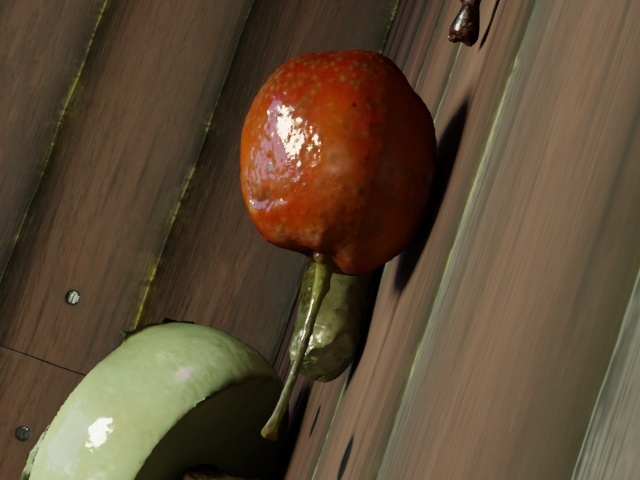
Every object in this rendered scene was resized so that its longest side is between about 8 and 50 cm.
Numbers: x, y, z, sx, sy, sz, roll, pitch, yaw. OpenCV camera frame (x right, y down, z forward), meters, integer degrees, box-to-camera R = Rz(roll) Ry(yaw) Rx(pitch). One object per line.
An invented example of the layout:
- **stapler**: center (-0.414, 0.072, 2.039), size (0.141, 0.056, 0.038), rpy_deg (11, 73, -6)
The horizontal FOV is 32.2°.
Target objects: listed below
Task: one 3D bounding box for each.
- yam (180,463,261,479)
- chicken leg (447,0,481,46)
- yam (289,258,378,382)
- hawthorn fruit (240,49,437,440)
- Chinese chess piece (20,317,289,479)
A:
- **yam**: center (-0.143, 0.382, 1.197), size (0.131, 0.131, 0.280), rpy_deg (-96, 27, -85)
- **chicken leg**: center (0.136, -0.254, 0.817), size (0.089, 0.048, 0.219), rpy_deg (-69, 0, -56)
- **yam**: center (0.030, -0.006, 1.030), size (0.317, 0.067, 0.071), rpy_deg (-73, -26, -43)
- **hawthorn fruit**: center (0.000, 0.000, 0.809), size (0.165, 0.165, 0.286), rpy_deg (116, 168, -70)
- **Chinese chess piece**: center (-0.188, 0.265, 1.305), size (0.349, 0.146, 0.349), rpy_deg (-42, -33, -36)
